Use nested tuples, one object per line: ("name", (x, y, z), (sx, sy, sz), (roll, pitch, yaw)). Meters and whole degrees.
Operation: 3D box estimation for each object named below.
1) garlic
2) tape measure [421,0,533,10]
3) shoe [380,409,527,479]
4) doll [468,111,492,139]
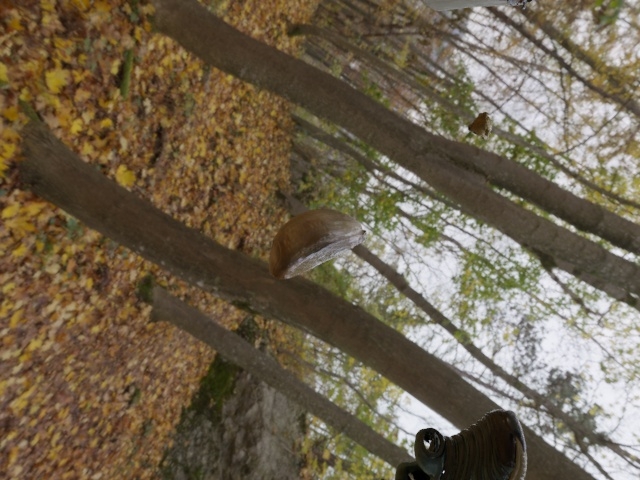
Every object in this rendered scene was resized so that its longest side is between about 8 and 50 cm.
("garlic", (-0.007, -0.005, 0.809), (0.195, 0.087, 0.101), (-25, 147, -16))
("tape measure", (0.317, -0.583, 0.892), (0.258, 0.130, 0.266), (24, -80, 46))
("shoe", (0.161, 0.276, 0.546), (0.207, 0.106, 0.091), (-53, -175, 24))
("doll", (0.365, -0.254, 0.994), (0.051, 0.062, 0.093), (-4, -168, 44))
